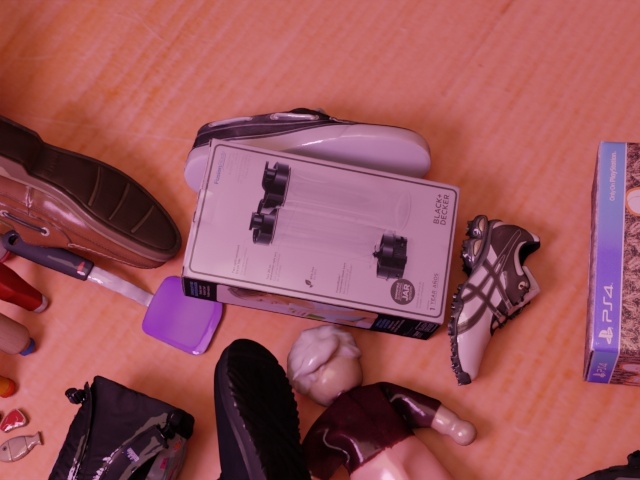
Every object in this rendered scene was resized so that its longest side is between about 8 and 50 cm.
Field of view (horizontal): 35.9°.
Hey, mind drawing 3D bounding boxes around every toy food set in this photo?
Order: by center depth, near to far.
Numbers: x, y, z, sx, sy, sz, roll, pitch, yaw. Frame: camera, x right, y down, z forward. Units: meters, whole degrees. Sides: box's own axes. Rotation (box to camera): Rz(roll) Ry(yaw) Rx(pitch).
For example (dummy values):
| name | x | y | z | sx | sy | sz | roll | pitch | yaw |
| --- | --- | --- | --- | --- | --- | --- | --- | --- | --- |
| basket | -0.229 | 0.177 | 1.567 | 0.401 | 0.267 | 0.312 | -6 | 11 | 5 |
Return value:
| name | x | y | z | sx | sy | sz | roll | pitch | yaw |
| --- | --- | --- | --- | --- | --- | --- | --- | --- | --- |
| toy food set | -0.402 | 0.241 | 1.189 | 0.122 | 0.019 | 0.078 | -30 | 66 | 0 |
| toy food set | -0.414 | 0.075 | 1.233 | 0.111 | 0.104 | 0.232 | -34 | 48 | 12 |

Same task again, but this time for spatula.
| name | x | y | z | sx | sy | sz | roll | pitch | yaw |
| --- | --- | --- | --- | --- | --- | --- | --- | --- | --- |
| spatula | -0.260 | 0.049 | 1.213 | 0.296 | 0.030 | 0.084 | 23 | 75 | 6 |

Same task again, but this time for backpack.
| name | x | y | z | sx | sy | sz | roll | pitch | yaw |
| --- | --- | --- | --- | --- | --- | --- | --- | --- | --- |
| backpack | -0.226 | 0.258 | 1.095 | 0.152 | 0.115 | 0.182 | 14 | 74 | 29 |

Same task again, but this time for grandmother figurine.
| name | x | y | z | sx | sy | sz | roll | pitch | yaw |
| --- | --- | --- | --- | --- | --- | --- | --- | --- | --- |
| grandmother figurine | 0.063 | 0.235 | 1.057 | 0.207 | 0.104 | 0.342 | -19 | 60 | -26 |

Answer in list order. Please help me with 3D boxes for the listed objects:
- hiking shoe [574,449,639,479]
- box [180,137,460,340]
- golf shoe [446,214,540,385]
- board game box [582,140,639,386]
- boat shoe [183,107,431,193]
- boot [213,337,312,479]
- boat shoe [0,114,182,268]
| name | x | y | z | sx | sy | sz | roll | pitch | yaw |
| --- | --- | --- | --- | --- | --- | --- | --- | --- | --- |
| hiking shoe | 0.292 | 0.283 | 0.946 | 0.304 | 0.113 | 0.132 | -20 | 72 | -15 |
| box | 0.000 | 0.000 | 1.116 | 0.289 | 0.087 | 0.169 | 10 | 72 | -3 |
| golf shoe | 0.195 | 0.068 | 1.099 | 0.093 | 0.077 | 0.198 | 9 | 73 | 15 |
| board game box | 0.429 | 0.033 | 1.026 | 0.291 | 0.141 | 0.232 | 3 | 70 | 13 |
| boat shoe | -0.015 | -0.115 | 1.202 | 0.301 | 0.108 | 0.102 | -5 | 50 | 16 |
| boot | -0.110 | 0.255 | 1.047 | 0.207 | 0.094 | 0.246 | -40 | 53 | 29 |
| boat shoe | -0.319 | -0.046 | 1.200 | 0.307 | 0.111 | 0.104 | 32 | 122 | -10 |
